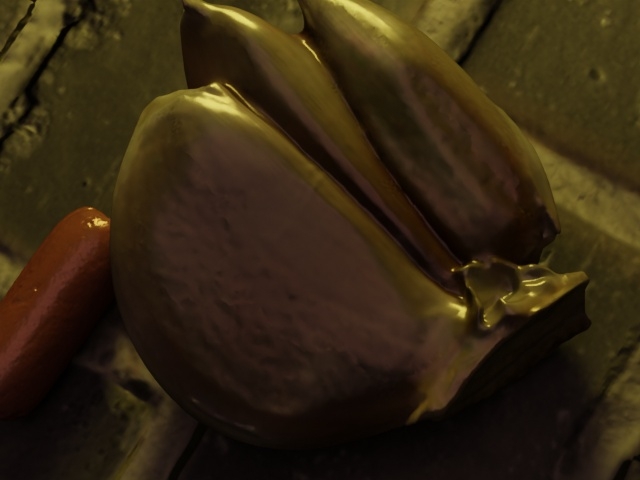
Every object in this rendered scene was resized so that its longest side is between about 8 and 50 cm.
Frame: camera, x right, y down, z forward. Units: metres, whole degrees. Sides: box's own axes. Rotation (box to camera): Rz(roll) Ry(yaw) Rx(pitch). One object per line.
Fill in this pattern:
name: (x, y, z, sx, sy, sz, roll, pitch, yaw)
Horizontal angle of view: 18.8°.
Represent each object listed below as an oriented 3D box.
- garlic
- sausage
garlic: (0.000, -0.001, 1.240, 0.325, 0.132, 0.279, 42, 84, 14)
sausage: (-0.182, 0.050, 1.290, 0.062, 0.062, 0.154, 32, 81, 15)
